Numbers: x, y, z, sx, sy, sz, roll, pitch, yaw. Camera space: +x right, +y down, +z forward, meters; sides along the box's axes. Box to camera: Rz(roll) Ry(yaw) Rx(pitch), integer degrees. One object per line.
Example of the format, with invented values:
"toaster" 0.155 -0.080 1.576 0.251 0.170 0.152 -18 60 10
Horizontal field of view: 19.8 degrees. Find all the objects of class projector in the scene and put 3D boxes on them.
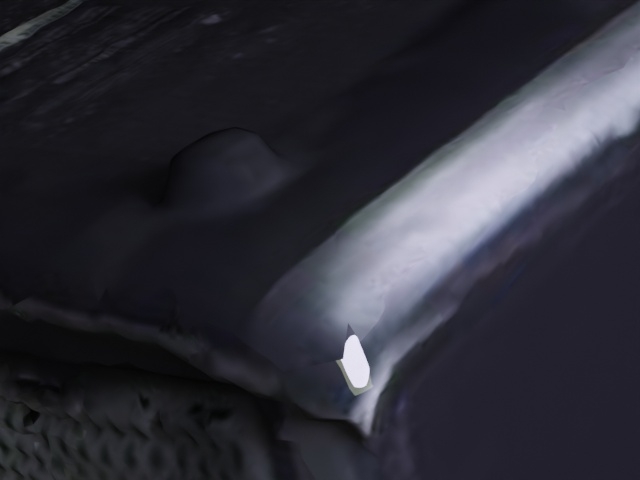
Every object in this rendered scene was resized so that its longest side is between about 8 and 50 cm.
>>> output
"projector" 0.000 0.000 0.660 0.395 0.405 0.242 -38 121 -36
